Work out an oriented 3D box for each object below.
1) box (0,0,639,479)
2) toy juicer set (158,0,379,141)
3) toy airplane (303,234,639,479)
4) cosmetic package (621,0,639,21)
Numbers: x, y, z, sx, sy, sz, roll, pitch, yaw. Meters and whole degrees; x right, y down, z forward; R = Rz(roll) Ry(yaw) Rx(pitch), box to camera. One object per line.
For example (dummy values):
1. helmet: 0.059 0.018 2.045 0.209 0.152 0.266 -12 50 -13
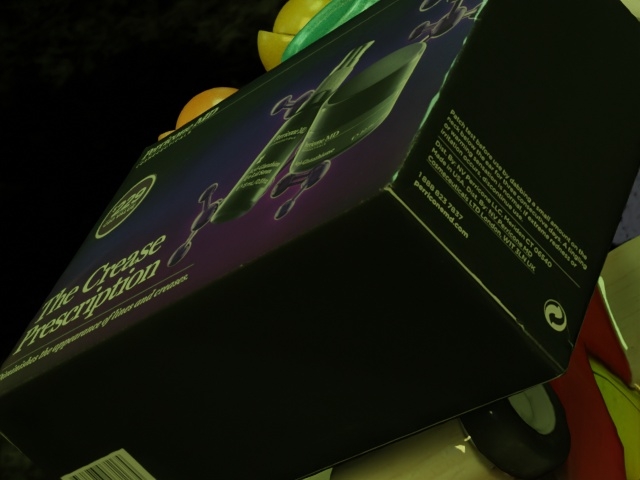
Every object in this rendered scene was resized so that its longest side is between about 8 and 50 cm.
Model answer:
1. box: 0.000 0.000 0.766 0.261 0.103 0.184 -28 22 42
2. toy juicer set: 0.031 -0.107 1.089 0.329 0.089 0.209 -40 16 15
3. toy airplane: 0.124 0.085 0.907 0.384 0.272 0.386 -51 19 -17
4. cosmetic package: 0.310 -0.226 1.000 0.197 0.155 0.365 20 75 31
